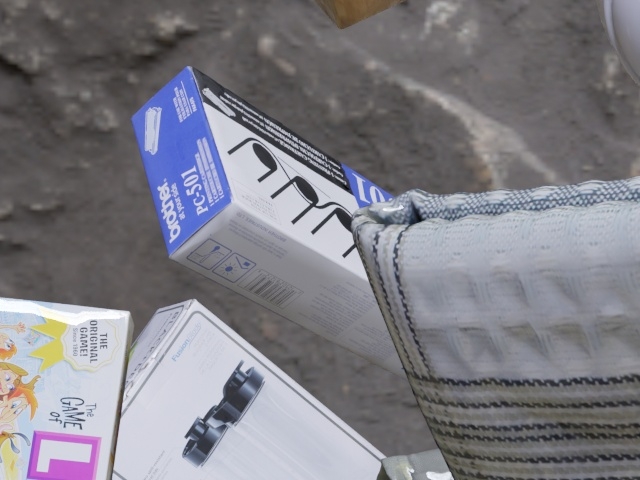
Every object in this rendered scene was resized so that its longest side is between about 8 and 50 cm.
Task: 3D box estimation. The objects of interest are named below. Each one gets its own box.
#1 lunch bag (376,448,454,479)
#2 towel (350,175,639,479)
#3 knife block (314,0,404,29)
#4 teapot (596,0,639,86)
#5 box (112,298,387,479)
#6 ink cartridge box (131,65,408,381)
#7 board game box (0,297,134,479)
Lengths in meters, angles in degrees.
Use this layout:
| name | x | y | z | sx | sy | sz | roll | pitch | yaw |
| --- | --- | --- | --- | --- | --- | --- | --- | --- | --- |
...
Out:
| name | x | y | z | sx | sy | sz | roll | pitch | yaw |
| --- | --- | --- | --- | --- | --- | --- | --- | --- | --- |
| lunch bag | 0.159 | 0.240 | 0.767 | 0.169 | 0.235 | 0.287 | 103 | 157 | -68 |
| towel | 0.178 | 0.115 | 0.414 | 0.324 | 0.056 | 0.312 | -5 | 116 | 45 |
| knife block | 0.036 | -0.297 | 1.160 | 0.088 | 0.275 | 0.242 | 54 | 164 | 41 |
| teapot | 0.276 | -0.156 | 0.961 | 0.256 | 0.187 | 0.253 | -13 | 111 | 44 |
| box | -0.063 | 0.204 | 1.315 | 0.169 | 0.290 | 0.087 | -57 | 18 | -22 |
| ink cartridge box | 0.000 | 0.000 | 0.771 | 0.046 | 0.207 | 0.097 | -39 | 46 | 21 |
| board game box | -0.130 | 0.097 | 0.554 | 0.026 | 0.103 | 0.154 | 100 | 176 | -73 |
